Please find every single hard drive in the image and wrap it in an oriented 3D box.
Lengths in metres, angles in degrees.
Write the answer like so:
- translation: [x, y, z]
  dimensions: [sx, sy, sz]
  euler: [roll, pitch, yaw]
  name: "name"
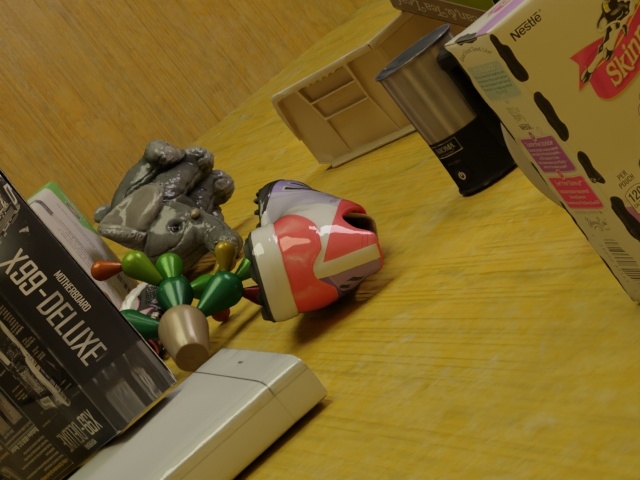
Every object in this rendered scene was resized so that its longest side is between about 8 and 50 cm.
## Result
- translation: [-0.169, 0.214, 1.351]
  dimensions: [0.353, 0.047, 0.233]
  euler: [-41, 10, -15]
  name: "hard drive"

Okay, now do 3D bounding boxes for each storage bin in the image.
- translation: [0.107, -0.233, 2.165]
  dimensions: [0.262, 0.123, 0.260]
  euler: [-44, 13, -30]
  name: "storage bin"

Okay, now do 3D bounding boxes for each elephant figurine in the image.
- translation: [-0.197, -0.013, 2.201]
  dimensions: [0.239, 0.169, 0.186]
  euler: [-87, 19, -56]
  name: "elephant figurine"

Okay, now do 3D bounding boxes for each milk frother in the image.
- translation: [0.149, -0.141, 1.580]
  dimensions: [0.129, 0.134, 0.143]
  euler: [-29, 13, 37]
  name: "milk frother"

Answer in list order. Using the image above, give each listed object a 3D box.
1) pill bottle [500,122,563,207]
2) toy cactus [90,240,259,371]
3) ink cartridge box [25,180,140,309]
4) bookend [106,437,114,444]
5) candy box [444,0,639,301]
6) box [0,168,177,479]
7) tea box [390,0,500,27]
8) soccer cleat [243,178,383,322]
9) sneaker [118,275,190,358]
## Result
- translation: [0.245, -0.132, 1.209]
  dimensions: [0.246, 0.136, 0.136]
  euler: [-44, 12, -32]
  name: "pill bottle"
- translation: [-0.144, 0.076, 1.734]
  dimensions: [0.219, 0.112, 0.180]
  euler: [-12, 31, -8]
  name: "toy cactus"
- translation: [-0.333, 0.053, 2.191]
  dimensions: [0.115, 0.198, 0.273]
  euler: [-37, 10, 6]
  name: "ink cartridge box"
- translation: [-0.284, 0.146, 1.737]
  dimensions: [0.156, 0.157, 0.072]
  euler: [-28, 13, 39]
  name: "bookend"
- translation: [0.198, -0.088, 1.006]
  dimensions: [0.165, 0.196, 0.070]
  euler: [-41, 10, -12]
  name: "candy box"
- translation: [-0.279, 0.097, 1.552]
  dimensions: [0.076, 0.242, 0.307]
  euler: [-41, 0, -33]
  name: "box"
- translation: [0.182, -0.404, 1.843]
  dimensions: [0.220, 0.323, 0.329]
  euler: [-41, 35, -18]
  name: "tea box"
- translation: [0.000, 0.000, 1.627]
  dimensions: [0.116, 0.108, 0.318]
  euler: [-14, 10, 4]
  name: "soccer cleat"
- translation: [-0.187, 0.106, 1.881]
  dimensions: [0.077, 0.072, 0.178]
  euler: [-7, 38, 48]
  name: "sneaker"
